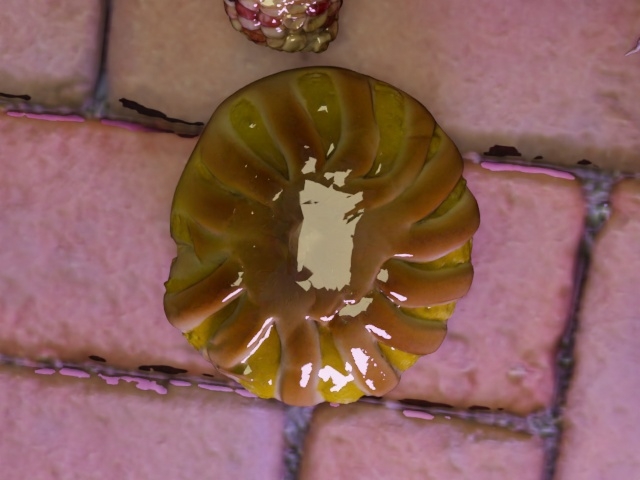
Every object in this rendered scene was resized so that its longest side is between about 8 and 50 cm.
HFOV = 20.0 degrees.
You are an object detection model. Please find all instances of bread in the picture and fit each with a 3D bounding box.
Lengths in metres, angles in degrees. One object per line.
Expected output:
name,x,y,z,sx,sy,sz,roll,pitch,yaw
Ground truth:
bread,0.000,0.000,1.123,0.213,0.105,0.213,0,93,2

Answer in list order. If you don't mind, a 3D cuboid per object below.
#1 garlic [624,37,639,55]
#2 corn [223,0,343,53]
garlic,0.260,-0.062,1.026,0.148,0.266,0.128,-53,123,-31
corn,-0.030,-0.232,1.056,0.098,0.098,0.290,2,131,5
